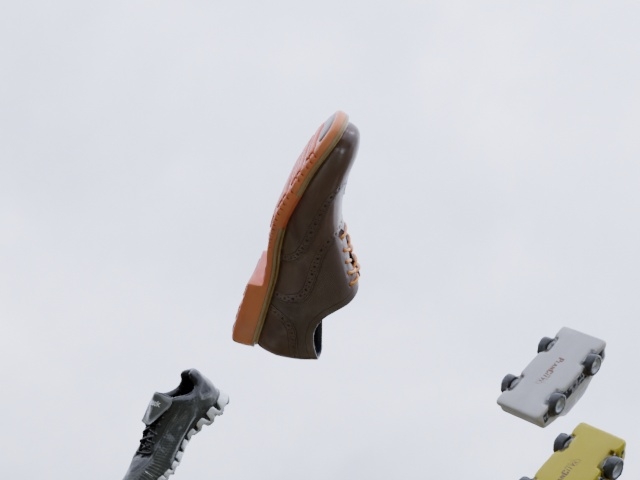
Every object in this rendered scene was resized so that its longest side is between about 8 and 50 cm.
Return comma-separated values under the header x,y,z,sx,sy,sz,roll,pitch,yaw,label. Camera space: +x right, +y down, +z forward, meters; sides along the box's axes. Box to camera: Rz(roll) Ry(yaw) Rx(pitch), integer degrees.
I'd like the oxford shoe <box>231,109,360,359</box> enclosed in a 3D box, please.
x,y,z,sx,sy,sz,roll,pitch,yaw,label
0.000,0.000,1.703,0.132,0.130,0.364,22,-52,1,oxford shoe

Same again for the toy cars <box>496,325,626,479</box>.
x,y,z,sx,sy,sz,roll,pitch,yaw,label
0.355,0.287,2.009,0.176,0.394,0.087,-10,-53,10,toy cars

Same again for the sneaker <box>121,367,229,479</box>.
x,y,z,sx,sy,sz,roll,pitch,yaw,label
-0.245,0.290,2.127,0.078,0.234,0.106,3,-46,49,sneaker
